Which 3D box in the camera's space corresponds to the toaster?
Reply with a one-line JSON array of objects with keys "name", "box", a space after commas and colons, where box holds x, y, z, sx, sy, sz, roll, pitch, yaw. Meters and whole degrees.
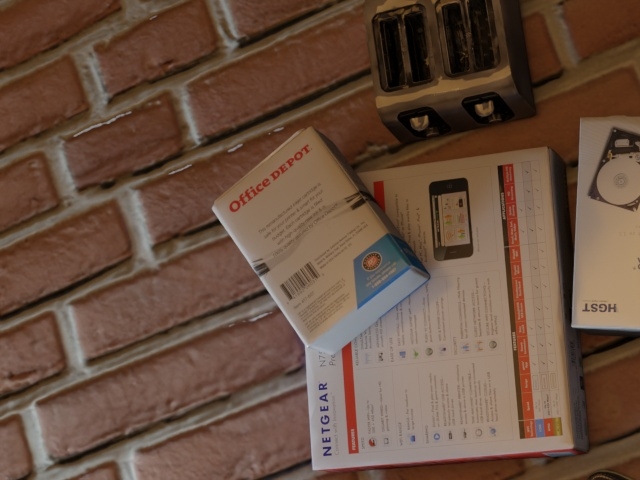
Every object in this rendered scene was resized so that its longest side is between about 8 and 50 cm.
[{"name": "toaster", "box": [0.147, -0.216, 1.995, 0.168, 0.110, 0.186, -11, 78, 18]}]

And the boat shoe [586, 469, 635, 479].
[{"name": "boat shoe", "box": [0.343, 0.297, 1.871, 0.152, 0.049, 0.056, 36, 95, 22]}]

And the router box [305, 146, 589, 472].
[{"name": "router box", "box": [0.133, 0.081, 1.967, 0.301, 0.082, 0.335, -7, 79, 19]}]

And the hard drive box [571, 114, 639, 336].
[{"name": "hard drive box", "box": [0.371, -0.014, 1.891, 0.181, 0.089, 0.232, 0, 81, 21]}]

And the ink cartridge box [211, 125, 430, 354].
[{"name": "ink cartridge box", "box": [0.000, 0.000, 1.938, 0.148, 0.086, 0.203, -38, 70, 11]}]
